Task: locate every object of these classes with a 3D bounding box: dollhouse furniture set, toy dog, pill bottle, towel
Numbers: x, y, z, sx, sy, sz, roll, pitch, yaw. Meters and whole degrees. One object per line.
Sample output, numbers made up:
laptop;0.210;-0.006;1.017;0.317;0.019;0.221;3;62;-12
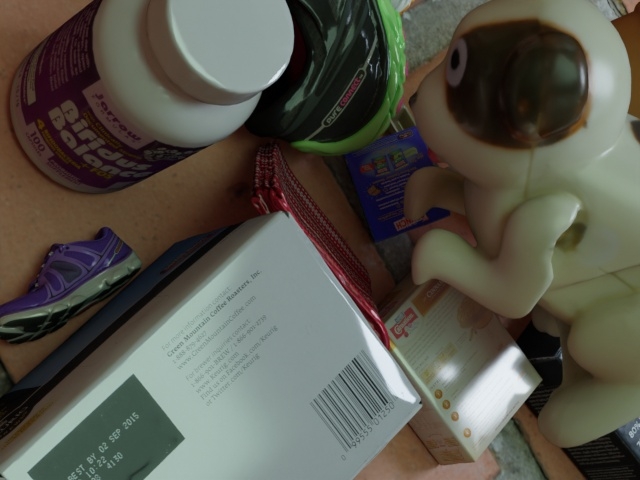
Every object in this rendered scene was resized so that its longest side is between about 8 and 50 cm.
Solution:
dollhouse furniture set;0.114;-0.096;1.622;0.091;0.081;0.114;-37;100;-34
toy dog;0.256;-0.055;1.414;0.408;0.395;0.285;52;32;-23
pill bottle;-0.156;-0.153;1.320;0.169;0.301;0.169;9;74;-32
towel;0.000;0.000;1.436;0.031;0.275;0.199;-36;102;7

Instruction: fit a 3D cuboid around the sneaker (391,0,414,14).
sneaker;0.060;-0.358;1.654;0.121;0.099;0.262;21;60;-20

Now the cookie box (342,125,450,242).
cookie box;0.084;-0.062;1.592;0.091;0.040;0.107;-19;89;2

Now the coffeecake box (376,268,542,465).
coffeecake box;0.139;0.132;1.591;0.142;0.068;0.185;-44;104;-32

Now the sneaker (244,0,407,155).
sneaker;-0.044;-0.327;1.513;0.202;0.185;0.483;-9;83;-39

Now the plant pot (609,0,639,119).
plant pot;0.349;-0.129;1.669;0.203;0.291;0.291;-10;82;5

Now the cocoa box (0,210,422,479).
cocoa box;-0.133;0.174;1.288;0.347;0.228;0.231;-43;105;-28

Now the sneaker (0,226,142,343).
sneaker;-0.250;0.041;1.368;0.071;0.068;0.170;51;46;5

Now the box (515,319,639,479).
box;0.335;0.165;1.691;0.207;0.108;0.153;51;57;-13
